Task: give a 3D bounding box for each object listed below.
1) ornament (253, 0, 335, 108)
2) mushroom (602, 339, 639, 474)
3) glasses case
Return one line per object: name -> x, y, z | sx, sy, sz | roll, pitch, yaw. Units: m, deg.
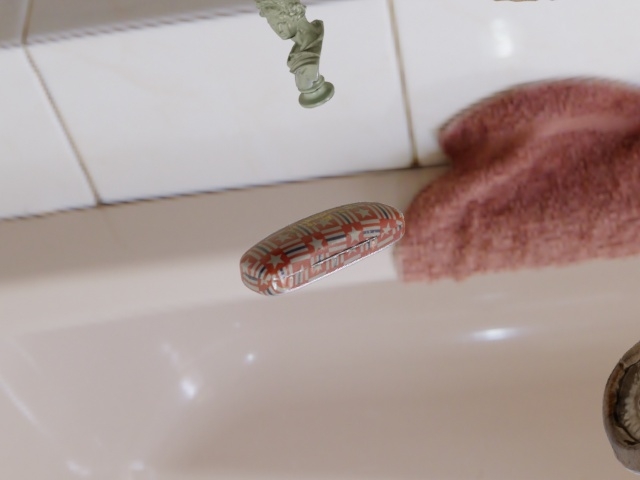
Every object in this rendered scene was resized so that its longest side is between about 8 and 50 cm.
ornament -> -0.013, -0.144, 0.967 | 0.041, 0.068, 0.092 | -17, 99, 11
mushroom -> 0.263, 0.121, 0.982 | 0.052, 0.123, 0.123 | 23, 136, -19
glasses case -> 0.000, 0.000, 1.291 | 0.073, 0.194, 0.049 | 17, 121, 43
